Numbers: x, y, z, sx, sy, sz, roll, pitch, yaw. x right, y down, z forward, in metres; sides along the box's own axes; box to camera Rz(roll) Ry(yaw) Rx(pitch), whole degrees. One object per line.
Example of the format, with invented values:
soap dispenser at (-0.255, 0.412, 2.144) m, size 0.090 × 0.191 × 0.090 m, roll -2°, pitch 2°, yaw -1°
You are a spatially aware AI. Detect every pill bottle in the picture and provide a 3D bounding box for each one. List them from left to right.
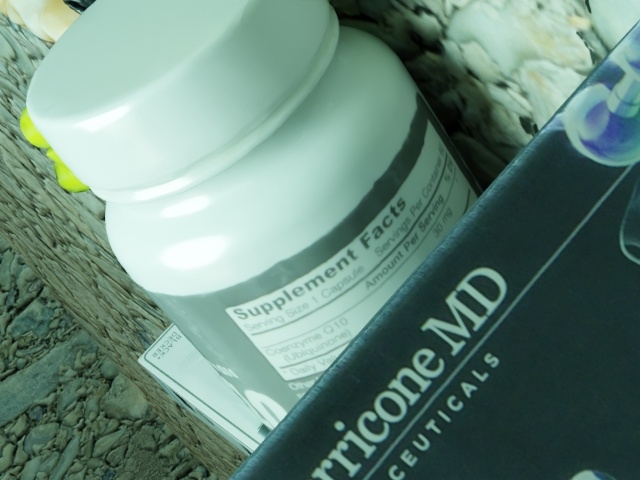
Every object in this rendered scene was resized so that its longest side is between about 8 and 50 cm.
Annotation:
pill bottle at (0.000, 0.000, 0.770) m, size 0.204 × 0.204 × 0.361 m, roll 20°, pitch 152°, yaw 54°

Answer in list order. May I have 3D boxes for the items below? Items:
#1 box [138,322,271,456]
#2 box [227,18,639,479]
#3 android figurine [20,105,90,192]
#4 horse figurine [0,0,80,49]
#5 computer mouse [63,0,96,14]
box at (-0.037, 0.150, 1.308) m, size 0.290 × 0.169 × 0.087 m, roll 27°, pitch 158°, yaw 42°
box at (0.188, 0.154, 0.556) m, size 0.395 × 0.293 × 0.212 m, roll 39°, pitch 163°, yaw 10°
android figurine at (-0.116, -0.049, 1.005) m, size 0.248 × 0.056 × 0.273 m, roll 36°, pitch 159°, yaw -26°
horse figurine at (-0.219, -0.182, 1.078) m, size 0.263 × 0.066 × 0.174 m, roll 34°, pitch 167°, yaw 30°
computer mouse at (-0.131, -0.188, 0.862) m, size 0.188 × 0.072 × 0.272 m, roll 37°, pitch 175°, yaw 14°
